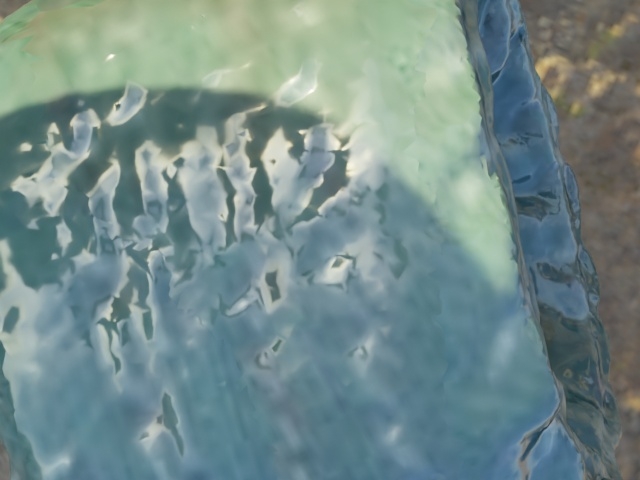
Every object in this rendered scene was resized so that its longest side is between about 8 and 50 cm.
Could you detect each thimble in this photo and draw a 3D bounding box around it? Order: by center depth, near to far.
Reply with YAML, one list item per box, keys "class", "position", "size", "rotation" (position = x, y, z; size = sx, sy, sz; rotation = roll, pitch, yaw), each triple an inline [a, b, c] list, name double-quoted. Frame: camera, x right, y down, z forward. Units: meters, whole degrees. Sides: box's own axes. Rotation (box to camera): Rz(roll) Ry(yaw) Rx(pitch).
- class: "thimble"
  position: [0.000, 0.000, 0.468]
  size: [0.143, 0.235, 0.198]
  rotation: [-15, 125, 12]
